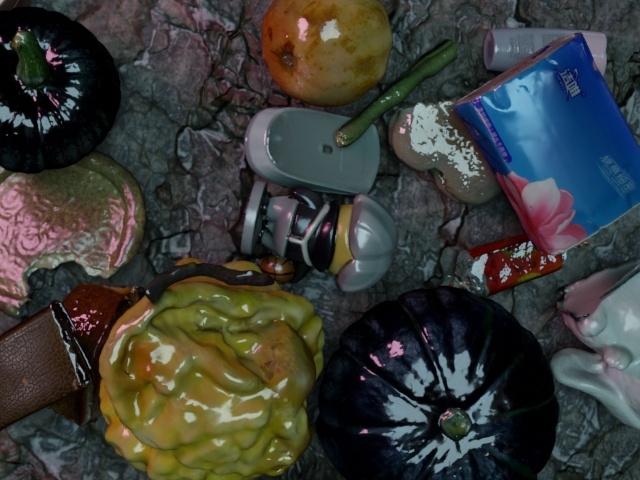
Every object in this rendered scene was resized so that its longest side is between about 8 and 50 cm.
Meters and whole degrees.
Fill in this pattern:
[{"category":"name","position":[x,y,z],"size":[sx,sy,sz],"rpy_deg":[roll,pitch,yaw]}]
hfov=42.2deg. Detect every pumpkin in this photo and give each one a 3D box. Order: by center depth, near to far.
[{"category":"pumpkin","position":[-0.413,-0.225,1.186],"size":[0.248,0.248,0.248],"rpy_deg":[0,90,-6]},{"category":"pumpkin","position":[0.171,0.251,1.245],"size":[0.363,0.266,0.363],"rpy_deg":[0,95,-6]}]

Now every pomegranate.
[{"category":"pomegranate","position":[0.009,-0.303,1.255],"size":[0.207,0.207,0.207],"rpy_deg":[0,90,-6]}]

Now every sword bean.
[{"category":"sword bean","position":[0.120,-0.235,1.328],"size":[0.269,0.043,0.038],"rpy_deg":[-42,109,-19]}]

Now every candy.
[{"category":"candy","position":[0.315,0.034,1.363],"size":[0.292,0.059,0.086],"rpy_deg":[-19,95,-5]}]

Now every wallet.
[{"category":"wallet","position":[-0.430,0.189,1.218],"size":[0.243,0.039,0.133],"rpy_deg":[-28,83,33]}]

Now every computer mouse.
[{"category":"computer mouse","position":[-0.012,-0.144,1.321],"size":[0.231,0.079,0.128],"rpy_deg":[12,85,-23]}]

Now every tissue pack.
[{"category":"tissue pack","position":[0.354,-0.144,1.227],"size":[0.209,0.137,0.269],"rpy_deg":[-31,98,-6]}]

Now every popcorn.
[{"category":"popcorn","position":[-0.155,0.160,1.155],"size":[0.349,0.381,0.349],"rpy_deg":[-4,50,5]}]

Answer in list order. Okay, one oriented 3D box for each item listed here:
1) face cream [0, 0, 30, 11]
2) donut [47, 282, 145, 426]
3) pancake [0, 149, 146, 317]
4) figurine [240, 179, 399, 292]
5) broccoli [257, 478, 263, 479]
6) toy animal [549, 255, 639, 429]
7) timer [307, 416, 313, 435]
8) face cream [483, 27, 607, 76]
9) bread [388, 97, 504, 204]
[{"category":"face cream","position":[-0.521,-0.393,1.246],"size":[0.149,0.104,0.149],"rpy_deg":[0,90,-6]},{"category":"donut","position":[-0.354,0.160,1.255],"size":[0.126,0.144,0.186],"rpy_deg":[14,115,18]},{"category":"pancake","position":[-0.417,-0.018,1.268],"size":[0.288,0.033,0.286],"rpy_deg":[17,75,3]},{"category":"figurine","position":[0.000,0.000,1.290],"size":[0.236,0.133,0.176],"rpy_deg":[11,118,1]},{"category":"broccoli","position":[-0.057,0.519,1.242],"size":[0.281,0.348,0.293],"rpy_deg":[1,46,2]},{"category":"toy animal","position":[0.487,0.172,1.330],"size":[0.249,0.174,0.289],"rpy_deg":[-11,90,-18]},{"category":"timer","position":[-0.071,0.301,1.295],"size":[0.107,0.109,0.107],"rpy_deg":[12,113,30]},{"category":"face cream","position":[0.373,-0.311,1.371],"size":[0.198,0.057,0.084],"rpy_deg":[3,91,-8]},{"category":"bread","position":[0.281,-0.155,1.338],"size":[0.337,0.102,0.183],"rpy_deg":[-10,91,-6]}]
